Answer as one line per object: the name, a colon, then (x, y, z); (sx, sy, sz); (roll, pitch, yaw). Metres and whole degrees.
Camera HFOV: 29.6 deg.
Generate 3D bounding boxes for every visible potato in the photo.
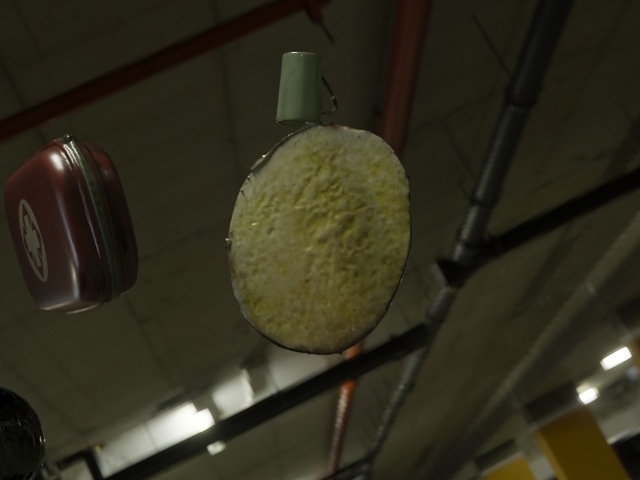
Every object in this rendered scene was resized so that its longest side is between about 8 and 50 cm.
potato: (0.000, 0.000, 1.581); (0.239, 0.299, 0.116); (9, -6, 4)

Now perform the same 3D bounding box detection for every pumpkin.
pumpkin: (-0.495, 0.327, 1.680); (0.248, 0.248, 0.248); (-26, -16, -8)

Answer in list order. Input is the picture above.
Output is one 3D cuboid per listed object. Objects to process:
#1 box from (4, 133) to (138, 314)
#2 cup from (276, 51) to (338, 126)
box: (-0.396, -0.015, 1.881); (0.108, 0.263, 0.404); (-16, 0, -26)
cup: (-0.014, -0.180, 1.453); (0.075, 0.083, 0.054); (3, -2, -1)
